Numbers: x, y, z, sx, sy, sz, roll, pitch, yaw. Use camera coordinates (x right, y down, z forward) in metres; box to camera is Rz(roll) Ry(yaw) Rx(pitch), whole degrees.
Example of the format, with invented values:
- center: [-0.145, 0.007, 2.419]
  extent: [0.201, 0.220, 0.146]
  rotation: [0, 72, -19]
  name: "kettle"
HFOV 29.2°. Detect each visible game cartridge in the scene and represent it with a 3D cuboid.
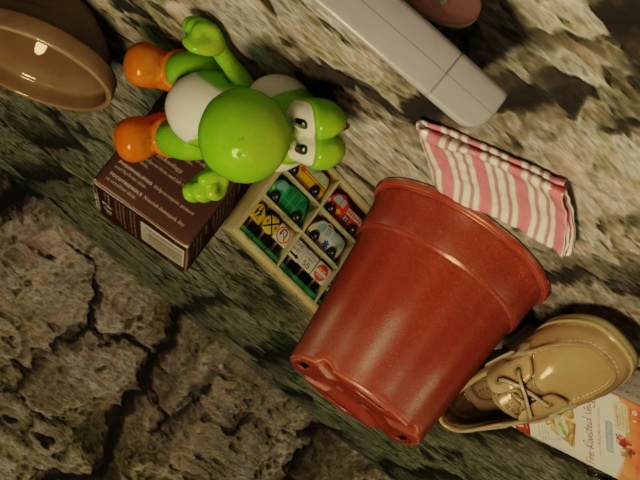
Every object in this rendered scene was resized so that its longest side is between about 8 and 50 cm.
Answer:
- center: [0.033, -0.214, 1.104]
  extent: [0.297, 0.062, 0.198]
  rotation: [39, -168, -11]
  name: "game cartridge"

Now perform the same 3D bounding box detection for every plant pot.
- center: [0.114, 0.105, 1.604]
  extent: [0.272, 0.265, 0.272]
  rotation: [32, 165, 10]
  name: "plant pot"
- center: [-0.390, -0.286, 1.739]
  extent: [0.237, 0.109, 0.237]
  rotation: [17, 161, 6]
  name: "plant pot"

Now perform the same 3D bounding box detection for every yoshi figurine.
- center: [-0.135, -0.153, 1.513]
  extent: [0.362, 0.203, 0.203]
  rotation: [15, 149, 44]
  name: "yoshi figurine"

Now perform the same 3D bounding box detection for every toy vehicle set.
- center: [0.000, 0.000, 1.714]
  extent: [0.267, 0.166, 0.035]
  rotation: [45, 162, -32]
  name: "toy vehicle set"

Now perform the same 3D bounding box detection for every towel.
- center: [0.197, -0.060, 1.389]
  extent: [0.197, 0.029, 0.144]
  rotation: [27, 162, 27]
  name: "towel"

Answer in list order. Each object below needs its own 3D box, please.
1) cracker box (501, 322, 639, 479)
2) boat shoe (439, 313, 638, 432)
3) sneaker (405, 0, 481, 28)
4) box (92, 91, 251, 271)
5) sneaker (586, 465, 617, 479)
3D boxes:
- center: [0.365, 0.229, 1.706]
  extent: [0.232, 0.067, 0.155]
  rotation: [23, 136, 41]
  name: "cracker box"
- center: [0.279, 0.193, 1.614]
  extent: [0.121, 0.110, 0.341]
  rotation: [51, 147, -2]
  name: "boat shoe"
- center: [0.089, -0.237, 1.051]
  extent: [0.134, 0.051, 0.070]
  rotation: [41, 169, -6]
  name: "sneaker"
- center: [-0.204, -0.093, 1.795]
  extent: [0.167, 0.203, 0.168]
  rotation: [35, 164, 2]
  name: "box"
- center: [0.503, 0.410, 2.038]
  extent: [0.188, 0.078, 0.067]
  rotation: [42, 163, -25]
  name: "sneaker"
